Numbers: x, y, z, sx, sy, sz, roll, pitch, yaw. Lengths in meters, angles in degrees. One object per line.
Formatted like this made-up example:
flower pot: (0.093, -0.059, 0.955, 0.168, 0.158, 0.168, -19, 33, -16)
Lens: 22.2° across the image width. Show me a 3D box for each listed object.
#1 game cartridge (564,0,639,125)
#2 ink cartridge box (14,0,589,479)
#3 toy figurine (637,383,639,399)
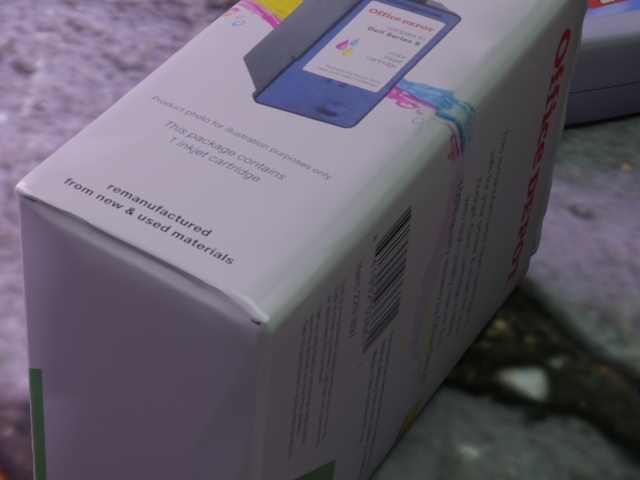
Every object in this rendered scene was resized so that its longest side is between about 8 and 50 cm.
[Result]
game cartridge: (0.125, -0.143, 0.796, 0.297, 0.062, 0.198, -17, 44, -24)
ink cartridge box: (0.000, 0.000, 0.551, 0.093, 0.154, 0.212, 26, 47, 21)
toy figurine: (0.165, 0.034, 0.523, 0.217, 0.191, 0.362, -31, 48, 5)
